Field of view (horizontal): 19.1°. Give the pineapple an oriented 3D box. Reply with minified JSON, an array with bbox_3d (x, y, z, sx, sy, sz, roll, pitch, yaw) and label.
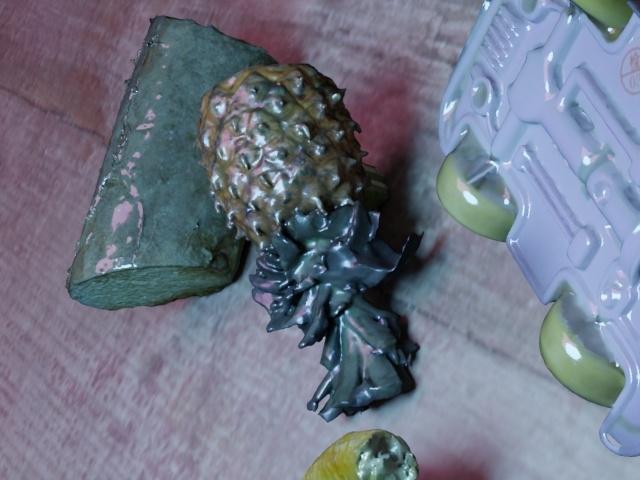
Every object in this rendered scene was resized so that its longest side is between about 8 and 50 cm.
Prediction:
[{"bbox_3d":[0.000,0.000,1.614,0.170,0.141,0.310,-28,70,25],"label":"pineapple"}]

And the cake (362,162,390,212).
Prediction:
[{"bbox_3d":[0.016,-0.016,1.752,0.051,0.055,0.140,-107,32,-43],"label":"cake"}]

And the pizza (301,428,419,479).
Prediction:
[{"bbox_3d":[0.006,0.282,1.390,0.280,0.075,0.287,115,163,-55],"label":"pizza"}]

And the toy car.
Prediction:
[{"bbox_3d":[0.242,-0.049,1.230,0.336,0.226,0.242,59,138,40],"label":"toy car"}]

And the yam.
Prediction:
[{"bbox_3d":[-0.140,-0.069,1.913,0.168,0.168,0.304,-15,56,56],"label":"yam"}]
